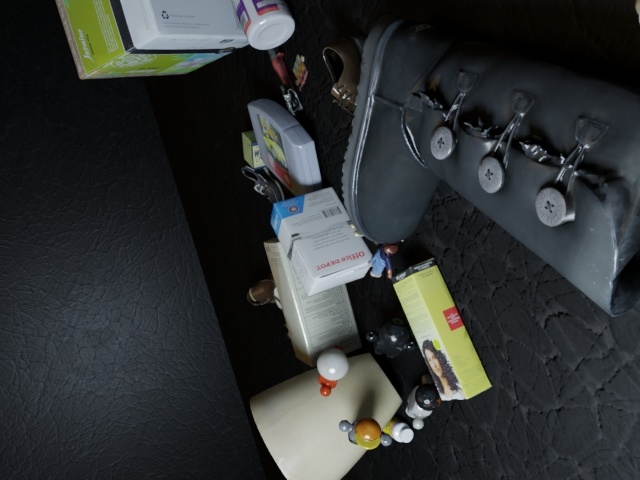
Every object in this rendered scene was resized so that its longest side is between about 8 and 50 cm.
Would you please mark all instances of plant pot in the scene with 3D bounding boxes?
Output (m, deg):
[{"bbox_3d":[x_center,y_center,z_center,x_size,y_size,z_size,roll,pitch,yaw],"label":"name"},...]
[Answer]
[{"bbox_3d":[0.032,0.376,1.162,0.256,0.274,0.256,56,176,7],"label":"plant pot"}]

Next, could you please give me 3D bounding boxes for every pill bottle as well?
[{"bbox_3d":[-0.136,-0.520,1.139,0.194,0.108,0.108,68,157,12],"label":"pill bottle"},{"bbox_3d":[0.174,0.427,1.203,0.083,0.043,0.043,1,107,66],"label":"pill bottle"}]

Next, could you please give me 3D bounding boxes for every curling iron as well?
[{"bbox_3d":[-0.097,-0.413,1.213,0.068,0.035,0.274,49,-159,-79],"label":"curling iron"}]

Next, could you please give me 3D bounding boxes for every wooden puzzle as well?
[{"bbox_3d":[-0.044,-0.371,1.168,0.049,0.006,0.083,66,157,16],"label":"wooden puzzle"}]

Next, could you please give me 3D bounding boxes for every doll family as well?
[{"bbox_3d":[0.107,-0.022,0.993,0.193,0.076,0.111,64,154,17],"label":"doll family"}]

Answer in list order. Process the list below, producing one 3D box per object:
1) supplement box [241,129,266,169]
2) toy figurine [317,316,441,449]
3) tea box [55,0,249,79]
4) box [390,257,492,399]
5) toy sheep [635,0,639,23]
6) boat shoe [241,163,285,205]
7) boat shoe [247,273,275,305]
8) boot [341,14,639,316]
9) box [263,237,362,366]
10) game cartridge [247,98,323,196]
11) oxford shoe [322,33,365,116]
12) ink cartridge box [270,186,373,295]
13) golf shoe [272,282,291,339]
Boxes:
[{"bbox_3d":[-0.179,-0.257,1.495,0.083,0.056,0.083,48,147,46],"label":"supplement box"},{"bbox_3d":[0.110,0.275,1.016,0.148,0.213,0.210,96,149,-64],"label":"toy figurine"},{"bbox_3d":[-0.375,-0.535,1.254,0.323,0.329,0.220,-6,103,39],"label":"tea box"},{"bbox_3d":[0.203,0.154,0.917,0.232,0.058,0.087,68,157,12],"label":"box"},{"bbox_3d":[0.303,-0.177,0.414,0.132,0.091,0.091,-127,29,-49],"label":"toy sheep"},{"bbox_3d":[-0.163,-0.152,1.525,0.206,0.065,0.075,56,152,34],"label":"boat shoe"},{"bbox_3d":[-0.189,0.177,1.785,0.095,0.095,0.257,68,157,9],"label":"boat shoe"},{"bbox_3d":[0.209,-0.057,0.670,0.445,0.146,0.367,41,144,44],"label":"boot"},{"bbox_3d":[-0.019,0.132,1.303,0.121,0.148,0.311,2,106,67],"label":"box"},{"bbox_3d":[-0.090,-0.227,1.284,0.294,0.060,0.196,47,152,47],"label":"game cartridge"},{"bbox_3d":[0.065,-0.236,0.904,0.227,0.096,0.083,66,155,12],"label":"oxford shoe"},{"bbox_3d":[0.000,0.000,1.153,0.203,0.148,0.086,62,154,24],"label":"ink cartridge box"},{"bbox_3d":[-0.077,0.202,1.598,0.094,0.077,0.198,-16,96,53],"label":"golf shoe"}]
